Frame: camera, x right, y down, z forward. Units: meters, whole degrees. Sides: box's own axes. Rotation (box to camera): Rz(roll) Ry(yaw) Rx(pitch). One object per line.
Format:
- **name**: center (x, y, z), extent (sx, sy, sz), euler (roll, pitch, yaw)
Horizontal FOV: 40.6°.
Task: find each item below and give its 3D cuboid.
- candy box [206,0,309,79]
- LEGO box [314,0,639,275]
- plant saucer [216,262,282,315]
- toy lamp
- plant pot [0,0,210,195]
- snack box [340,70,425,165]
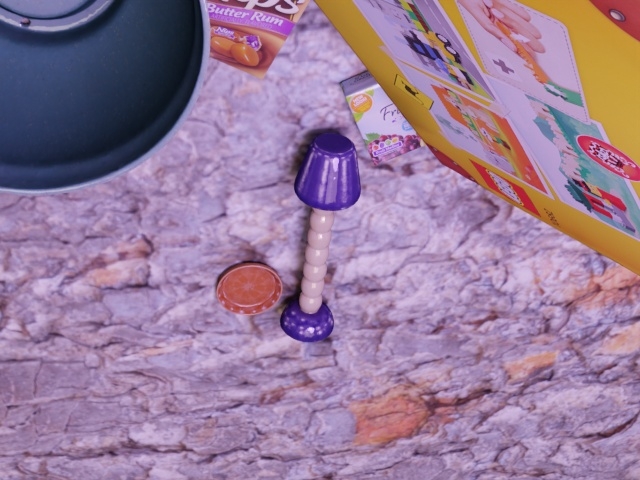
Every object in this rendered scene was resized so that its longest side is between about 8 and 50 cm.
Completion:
- **candy box**: center (-0.069, -0.229, 0.780), extent (0.109, 0.053, 0.186), euler (20, 152, -14)
- **LEGO box**: center (0.187, -0.165, 0.633), extent (0.193, 0.372, 0.500), euler (-53, 144, -1)
- **plant saucer**: center (-0.090, 0.060, 1.098), extent (0.083, 0.013, 0.083), euler (-6, 128, -8)
- **toy lamp**: center (0.000, 0.000, 1.028), extent (0.080, 0.080, 0.275), euler (-1, 131, -10)
- **plant pot**: center (-0.245, -0.214, 0.728), extent (0.293, 0.196, 0.293), euler (-6, 130, -7)
- **snack box**: center (0.105, -0.154, 0.951), extent (0.141, 0.037, 0.100), euler (-22, 128, 7)
